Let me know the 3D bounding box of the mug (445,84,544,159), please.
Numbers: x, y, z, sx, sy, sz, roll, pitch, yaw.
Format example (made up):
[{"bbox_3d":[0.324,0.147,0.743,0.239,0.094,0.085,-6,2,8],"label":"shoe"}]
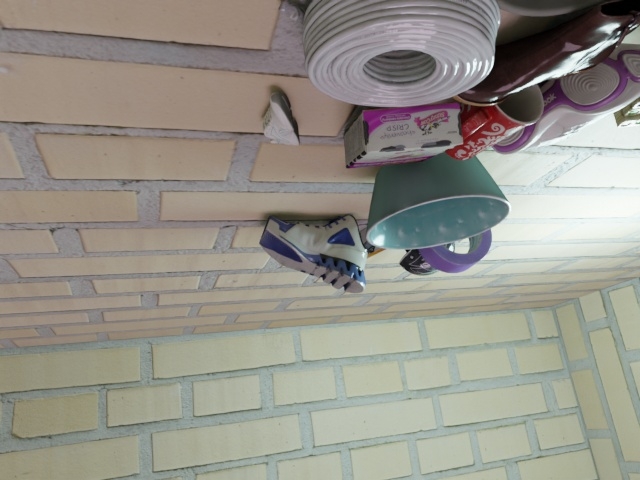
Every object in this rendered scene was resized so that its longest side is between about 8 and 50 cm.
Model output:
[{"bbox_3d":[0.275,-0.218,0.949,0.150,0.113,0.169,-5,166,-23],"label":"mug"}]

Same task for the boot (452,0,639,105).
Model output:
[{"bbox_3d":[0.322,-0.280,0.767,0.249,0.090,0.207,-15,175,-13],"label":"boot"}]

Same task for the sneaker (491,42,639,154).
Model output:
[{"bbox_3d":[0.452,-0.252,0.960,0.152,0.114,0.305,-11,171,-39],"label":"sneaker"}]

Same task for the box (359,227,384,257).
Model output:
[{"bbox_3d":[0.149,0.002,1.584,0.028,0.081,0.136,5,158,-34],"label":"box"}]

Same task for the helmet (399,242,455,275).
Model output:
[{"bbox_3d":[0.309,0.022,1.580,0.170,0.161,0.169,-7,161,-2],"label":"helmet"}]

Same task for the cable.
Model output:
[{"bbox_3d":[0.104,-0.259,0.716,0.257,0.089,0.257,-4,169,29],"label":"cable"}]

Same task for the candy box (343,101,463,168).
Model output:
[{"bbox_3d":[0.134,-0.179,0.948,0.159,0.071,0.233,-6,-177,-6],"label":"candy box"}]

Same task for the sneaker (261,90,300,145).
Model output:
[{"bbox_3d":[-0.074,-0.203,0.931,0.061,0.053,0.152,-6,162,4],"label":"sneaker"}]

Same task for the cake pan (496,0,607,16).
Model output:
[{"bbox_3d":[0.308,-0.370,0.590,0.293,0.054,0.293,-7,162,-2],"label":"cake pan"}]

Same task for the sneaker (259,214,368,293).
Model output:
[{"bbox_3d":[0.001,0.001,1.462,0.316,0.182,0.127,28,150,-10],"label":"sneaker"}]

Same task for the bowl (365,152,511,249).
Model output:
[{"bbox_3d":[0.241,-0.105,1.179,0.312,0.163,0.311,-7,162,-2],"label":"bowl"}]

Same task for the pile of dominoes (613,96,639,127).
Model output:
[{"bbox_3d":[0.638,-0.291,0.984,0.196,0.040,0.251,-7,162,-2],"label":"pile of dominoes"}]

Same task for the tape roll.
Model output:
[{"bbox_3d":[0.363,-0.010,1.467,0.189,0.188,0.080,-4,161,-10],"label":"tape roll"}]
